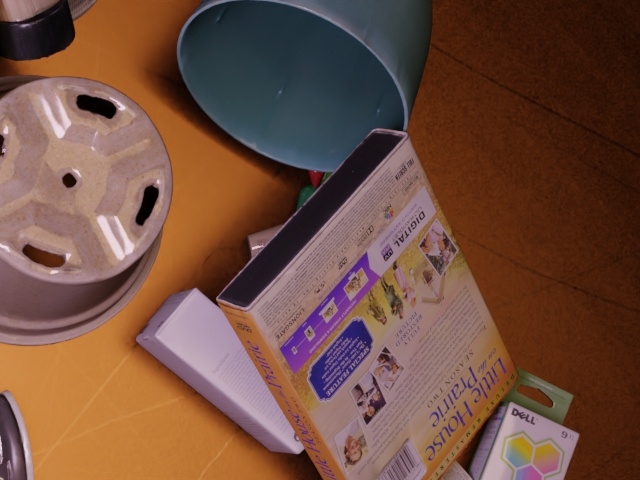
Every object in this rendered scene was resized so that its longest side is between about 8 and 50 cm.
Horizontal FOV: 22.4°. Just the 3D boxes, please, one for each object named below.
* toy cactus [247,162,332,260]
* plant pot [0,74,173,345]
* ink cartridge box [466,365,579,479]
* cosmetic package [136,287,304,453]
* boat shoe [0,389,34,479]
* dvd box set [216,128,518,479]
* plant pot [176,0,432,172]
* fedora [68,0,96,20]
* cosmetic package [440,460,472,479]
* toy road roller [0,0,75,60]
[{"bbox_3d":[0.000,0.000,2.041,0.180,0.112,0.219,-10,96,-9],"label":"toy cactus"},{"bbox_3d":[-0.308,-0.053,1.827,0.334,0.305,0.334,2,84,-18],"label":"plant pot"},{"bbox_3d":[0.267,0.277,2.113,0.109,0.062,0.209,26,77,-14],"label":"ink cartridge box"},{"bbox_3d":[-0.105,0.161,1.974,0.231,0.117,0.085,42,73,-12],"label":"cosmetic package"},{"bbox_3d":[-0.372,0.292,1.889,0.069,0.081,0.227,-9,90,-23],"label":"boat shoe"},{"bbox_3d":[0.073,0.120,1.941,0.307,0.062,0.420,-48,130,-25],"label":"dvd box set"},{"bbox_3d":[0.006,-0.265,1.972,0.293,0.293,0.235,34,55,-12],"label":"plant pot"},{"bbox_3d":[-0.356,-0.398,1.940,0.244,0.124,0.275,-1,85,-18],"label":"fedora"},{"bbox_3d":[0.134,0.327,2.075,0.115,0.041,0.060,-43,99,-17],"label":"cosmetic package"},{"bbox_3d":[-0.447,-0.274,1.757,0.329,0.240,0.202,-36,132,-33],"label":"toy road roller"}]
